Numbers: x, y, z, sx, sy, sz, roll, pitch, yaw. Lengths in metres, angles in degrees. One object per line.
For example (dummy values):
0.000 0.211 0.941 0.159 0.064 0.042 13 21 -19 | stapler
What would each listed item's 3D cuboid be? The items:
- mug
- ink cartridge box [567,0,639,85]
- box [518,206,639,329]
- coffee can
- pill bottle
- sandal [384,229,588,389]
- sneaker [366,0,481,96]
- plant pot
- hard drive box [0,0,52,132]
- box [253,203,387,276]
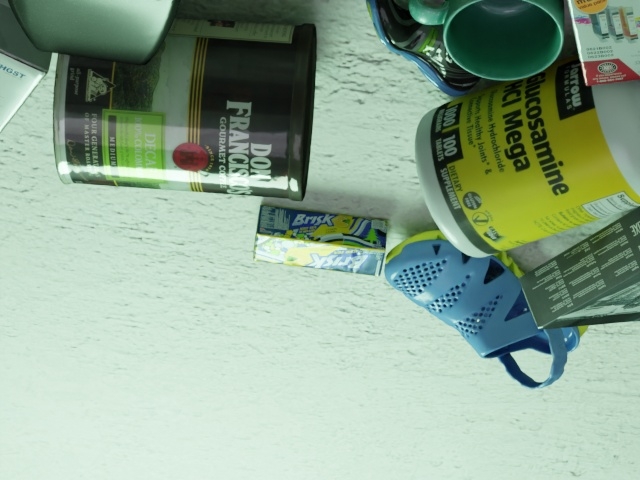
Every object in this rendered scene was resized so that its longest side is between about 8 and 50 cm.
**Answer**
0.190 -0.259 1.986 0.158 0.097 0.129 35 134 -31 | mug
0.326 -0.273 1.929 0.128 0.127 0.176 -6 139 15 | ink cartridge box
0.432 0.009 2.224 0.242 0.076 0.307 -1 155 -47 | box
-0.148 -0.153 2.076 0.275 0.201 0.201 4 141 3 | coffee can
0.291 -0.113 2.086 0.334 0.188 0.188 -20 135 28 | pill bottle
0.222 0.093 2.395 0.317 0.138 0.126 25 140 -20 | sandal
0.120 -0.235 2.062 0.078 0.067 0.188 -38 128 25 | sneaker
-0.232 -0.292 1.939 0.187 0.188 0.167 8 148 -4 | plant pot
-0.440 -0.199 2.143 0.181 0.089 0.232 25 138 -23 | hard drive box
0.000 0.000 2.368 0.169 0.054 0.059 8 141 -2 | box
